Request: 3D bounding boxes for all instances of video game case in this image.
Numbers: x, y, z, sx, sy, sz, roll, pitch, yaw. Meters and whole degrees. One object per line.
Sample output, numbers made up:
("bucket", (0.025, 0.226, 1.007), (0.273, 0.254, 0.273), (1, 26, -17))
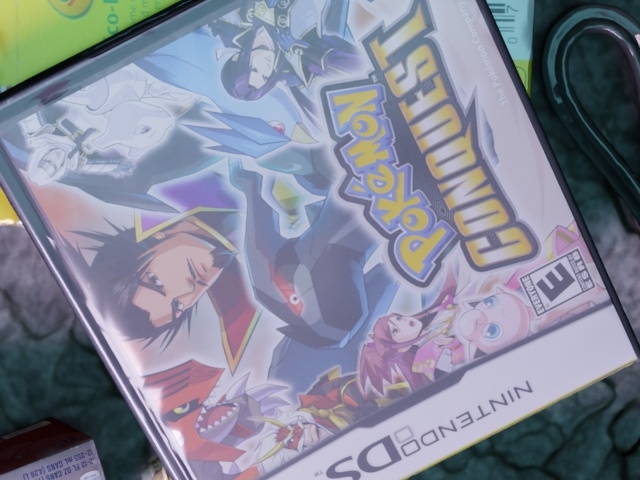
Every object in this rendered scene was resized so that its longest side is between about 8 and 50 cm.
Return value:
("video game case", (0.000, 0.000, 0.733), (0.248, 0.035, 0.275), (-27, 108, 0))

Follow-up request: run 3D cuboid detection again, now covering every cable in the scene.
("cable", (0.212, -0.003, 0.848), (0.139, 0.072, 0.287), (-43, 90, 18))

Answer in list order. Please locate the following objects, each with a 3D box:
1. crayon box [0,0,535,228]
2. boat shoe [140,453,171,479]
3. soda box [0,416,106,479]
("crayon box", (-0.050, -0.111, 0.765), (0.318, 0.081, 0.202), (0, 100, -9))
("boat shoe", (-0.073, 0.141, 0.813), (0.059, 0.063, 0.170), (21, 97, -16))
("soda box", (-0.235, 0.180, 0.745), (0.263, 0.083, 0.092), (-18, 100, -24))
